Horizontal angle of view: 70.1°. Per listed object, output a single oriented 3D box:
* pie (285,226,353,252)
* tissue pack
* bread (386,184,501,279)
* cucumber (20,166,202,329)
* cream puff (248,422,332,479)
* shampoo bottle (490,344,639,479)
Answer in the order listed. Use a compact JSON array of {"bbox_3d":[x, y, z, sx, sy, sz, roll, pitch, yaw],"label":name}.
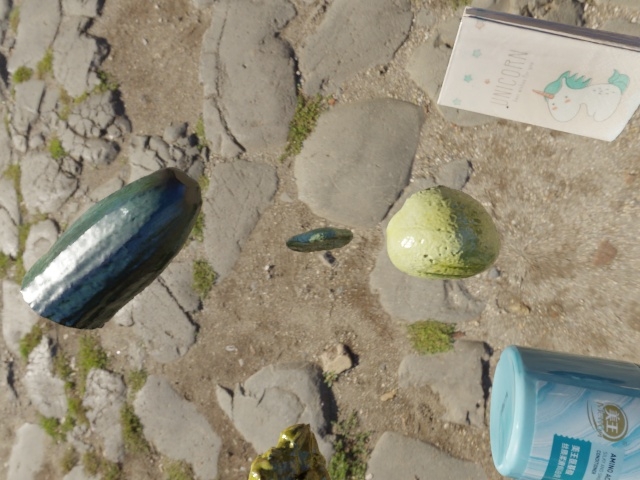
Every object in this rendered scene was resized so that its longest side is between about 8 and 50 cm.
[{"bbox_3d":[0.000,0.000,0.531,0.085,0.085,0.017,-14,78,23],"label":"pie"},{"bbox_3d":[0.389,-0.289,0.799,0.326,0.170,0.071,16,51,11],"label":"tissue pack"},{"bbox_3d":[0.354,0.000,1.327,0.321,0.320,0.237,-22,53,22],"label":"bread"},{"bbox_3d":[-0.233,0.005,0.505,0.244,0.063,0.115,-39,86,17],"label":"cucumber"},{"bbox_3d":[-0.048,0.351,0.674,0.146,0.146,0.116,7,112,24],"label":"cream puff"},{"bbox_3d":[0.625,0.444,1.128,0.343,0.331,0.331,8,92,12],"label":"shampoo bottle"}]
